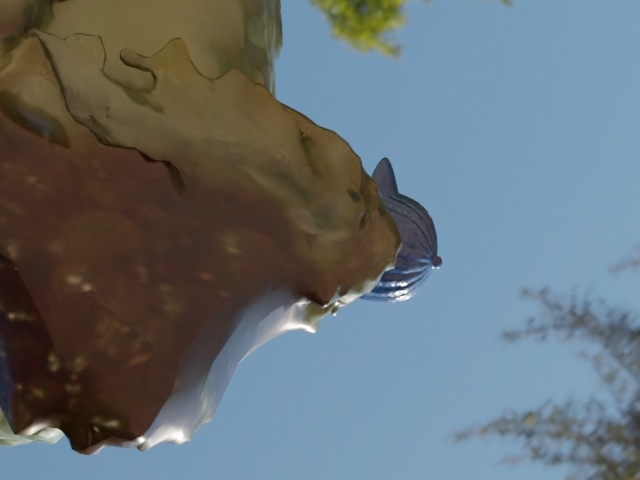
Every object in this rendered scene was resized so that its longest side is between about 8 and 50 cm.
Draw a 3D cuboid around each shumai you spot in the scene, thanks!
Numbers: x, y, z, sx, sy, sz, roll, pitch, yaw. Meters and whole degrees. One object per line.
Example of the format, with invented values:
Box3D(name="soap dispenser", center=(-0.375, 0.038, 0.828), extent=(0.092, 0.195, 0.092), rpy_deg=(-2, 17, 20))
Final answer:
Box3D(name="shumai", center=(-0.050, -0.032, 0.456), extent=(0.142, 0.184, 0.184), rpy_deg=(14, -144, 32))

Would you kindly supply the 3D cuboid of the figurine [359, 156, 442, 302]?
Box3D(name="figurine", center=(0.001, 0.007, 1.062), extent=(0.136, 0.077, 0.079), rpy_deg=(-17, -130, -5))
